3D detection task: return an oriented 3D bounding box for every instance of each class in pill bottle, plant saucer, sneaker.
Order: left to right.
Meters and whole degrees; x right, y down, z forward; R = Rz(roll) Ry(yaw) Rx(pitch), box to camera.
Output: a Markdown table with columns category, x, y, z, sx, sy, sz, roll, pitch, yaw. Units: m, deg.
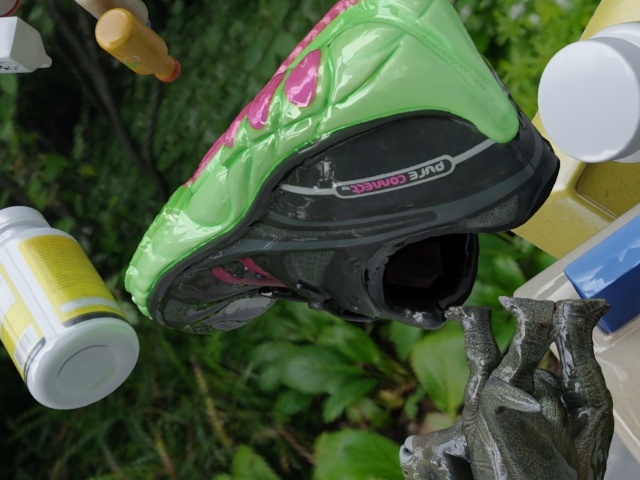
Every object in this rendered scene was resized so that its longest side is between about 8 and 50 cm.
| category | x | y | z | sx | sy | sz | roll | pitch | yaw |
| --- | --- | --- | --- | --- | --- | --- | --- | --- | --- |
| pill bottle | -0.244 | 0.054 | 1.148 | 0.103 | 0.103 | 0.184 | -53 | 52 | 20 |
| sneaker | 0.000 | 0.000 | 0.914 | 0.185 | 0.202 | 0.483 | -51 | 6 | -23 |
| pill bottle | 0.285 | -0.130 | 1.098 | 0.119 | 0.208 | 0.119 | 15 | 112 | 43 |
| plant saucer | 0.405 | -0.089 | 1.412 | 0.333 | 0.332 | 0.081 | -60 | 8 | -4 |

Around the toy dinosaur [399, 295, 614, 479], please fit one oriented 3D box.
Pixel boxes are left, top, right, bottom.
| category | x | y | z | sx | sy | sz | roll | pitch | yaw |
| --- | --- | --- | --- | --- | --- | --- | --- | --- | --- |
| toy dinosaur | 0.124 | 0.114 | 0.740 | 0.313 | 0.121 | 0.160 | 146 | 123 | -82 |

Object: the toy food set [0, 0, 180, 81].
| category | x | y | z | sx | sy | sz | roll | pitch | yaw |
| --- | --- | --- | --- | --- | --- | --- | --- | --- | --- |
| toy food set | -0.246 | -0.202 | 1.198 | 0.232 | 0.104 | 0.111 | 0 | 75 | 23 |

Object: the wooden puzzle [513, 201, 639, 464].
| category | x | y | z | sx | sy | sz | roll | pitch | yaw |
| --- | --- | --- | --- | --- | --- | --- | --- | --- | --- |
| wooden puzzle | 0.327 | 0.017 | 0.965 | 0.322 | 0.080 | 0.348 | -36 | 30 | 4 |
